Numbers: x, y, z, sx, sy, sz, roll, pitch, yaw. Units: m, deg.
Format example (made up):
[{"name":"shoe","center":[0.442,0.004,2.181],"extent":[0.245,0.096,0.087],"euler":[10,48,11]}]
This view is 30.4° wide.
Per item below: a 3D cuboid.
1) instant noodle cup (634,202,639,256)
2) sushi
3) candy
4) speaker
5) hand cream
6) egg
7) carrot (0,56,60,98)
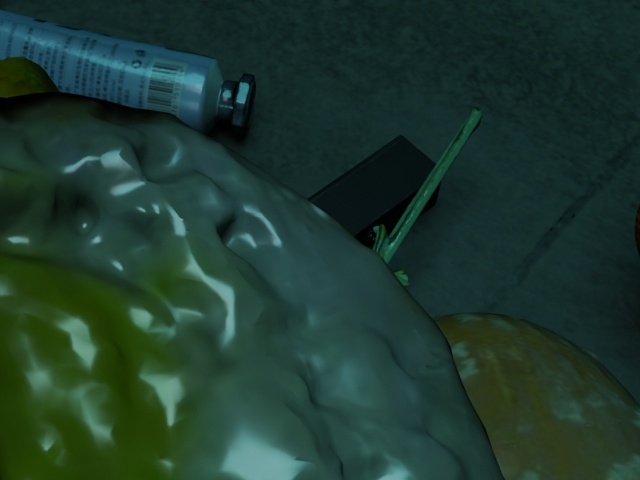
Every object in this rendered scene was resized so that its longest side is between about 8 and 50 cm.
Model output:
[{"name":"instant noodle cup","center":[0.320,0.013,0.685],"extent":[0.250,0.250,0.192],"euler":[-19,47,-17]},{"name":"sushi","center":[-0.102,0.144,0.425],"extent":[0.281,0.294,0.299],"euler":[8,48,-27]},{"name":"candy","center":[0.039,0.014,0.745],"extent":[0.077,0.073,0.262],"euler":[36,65,-3]},{"name":"speaker","center":[0.000,0.000,0.784],"extent":[0.191,0.040,0.046],"euler":[-35,63,-26]},{"name":"hand cream","center":[-0.182,-0.121,0.848],"extent":[0.271,0.091,0.058],"euler":[9,14,2]},{"name":"egg","center":[0.082,0.146,0.579],"extent":[0.203,0.203,0.245],"euler":[-2,55,-5]},{"name":"carrot","center":[-0.150,0.015,0.721],"extent":[0.114,0.114,0.302],"euler":[-24,56,-20]}]
